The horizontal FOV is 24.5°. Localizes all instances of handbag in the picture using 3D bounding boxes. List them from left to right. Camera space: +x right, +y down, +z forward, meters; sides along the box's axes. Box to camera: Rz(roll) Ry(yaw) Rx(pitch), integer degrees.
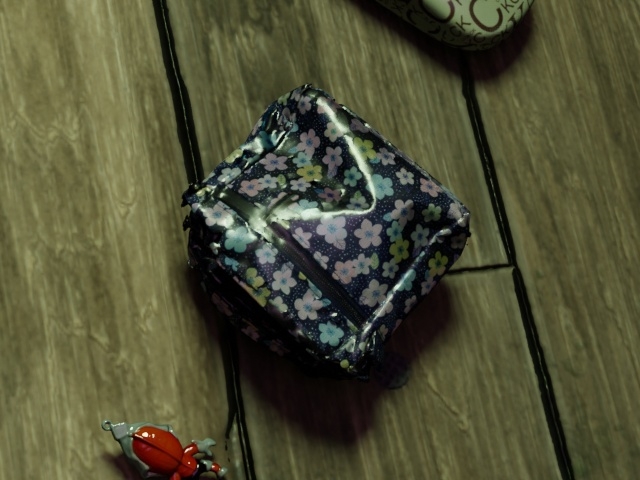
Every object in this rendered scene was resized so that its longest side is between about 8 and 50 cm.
[{"bbox_3d":[0.000,0.000,1.280,0.228,0.127,0.208,41,73,3],"label":"handbag"}]

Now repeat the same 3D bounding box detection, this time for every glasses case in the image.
[{"bbox_3d":[0.053,-0.319,1.431,0.354,0.085,0.137,35,67,0],"label":"glasses case"}]

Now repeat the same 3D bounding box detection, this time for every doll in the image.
[{"bbox_3d":[-0.133,0.178,1.232,0.114,0.039,0.057,31,93,-10],"label":"doll"}]
